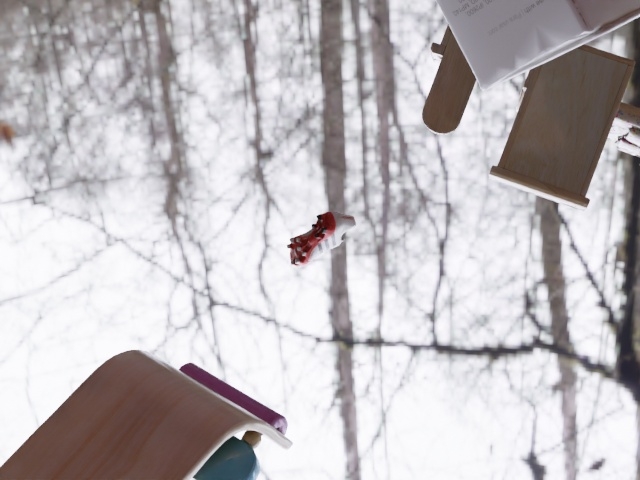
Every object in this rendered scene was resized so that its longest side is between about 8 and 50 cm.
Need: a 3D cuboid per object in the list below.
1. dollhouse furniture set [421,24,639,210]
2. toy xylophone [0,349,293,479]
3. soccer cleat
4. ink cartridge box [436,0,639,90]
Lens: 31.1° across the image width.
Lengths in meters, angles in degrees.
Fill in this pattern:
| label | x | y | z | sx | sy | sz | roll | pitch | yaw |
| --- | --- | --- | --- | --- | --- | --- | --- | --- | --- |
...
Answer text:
| label | x | y | z | sx | sy | sz | roll | pitch | yaw |
| --- | --- | --- | --- | --- | --- | --- | --- | --- | --- |
| dollhouse furniture set | 0.275 | -0.128 | 1.444 | 0.303 | 0.173 | 0.355 | 21 | 179 | 8 |
| toy xylophone | -0.141 | 0.210 | 0.717 | 0.323 | 0.081 | 0.236 | -41 | -131 | -18 |
| soccer cleat | 0.000 | 0.000 | 0.974 | 0.036 | 0.083 | 0.029 | -1 | -116 | -30 |
| ink cartridge box | 0.170 | -0.310 | 0.975 | 0.226 | 0.306 | 0.131 | -28 | -177 | -40 |
